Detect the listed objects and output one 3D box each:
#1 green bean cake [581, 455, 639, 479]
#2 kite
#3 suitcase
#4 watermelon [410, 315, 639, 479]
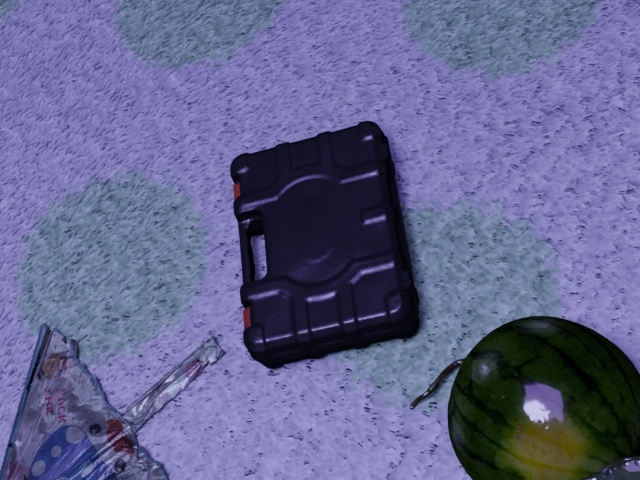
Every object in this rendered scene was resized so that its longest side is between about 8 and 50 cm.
[{"bbox_3d":[0.304,0.323,0.989,0.241,0.132,0.255,-21,68,9],"label":"green bean cake"},{"bbox_3d":[-0.256,0.246,1.317,0.368,0.014,0.406,-41,56,-7],"label":"kite"},{"bbox_3d":[0.000,0.000,1.335,0.206,0.066,0.285,-14,58,11],"label":"suitcase"},{"bbox_3d":[0.218,0.162,1.136,0.204,0.127,0.232,-41,52,-3],"label":"watermelon"}]
